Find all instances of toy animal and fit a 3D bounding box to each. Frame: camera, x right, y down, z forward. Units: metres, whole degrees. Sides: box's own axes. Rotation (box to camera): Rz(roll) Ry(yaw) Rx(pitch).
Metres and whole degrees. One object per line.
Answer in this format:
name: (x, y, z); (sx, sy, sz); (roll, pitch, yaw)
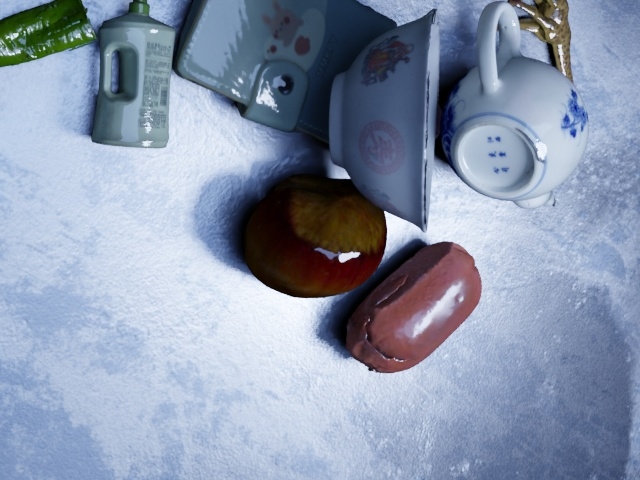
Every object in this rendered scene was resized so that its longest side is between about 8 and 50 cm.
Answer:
toy animal: (0.417, -0.374, 1.805); (0.149, 0.054, 0.275); (-49, 117, -7)

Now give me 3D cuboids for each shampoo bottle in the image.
shampoo bottle: (-0.277, -0.258, 1.468); (0.118, 0.087, 0.234); (1, 99, -30)

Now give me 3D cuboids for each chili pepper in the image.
chili pepper: (-0.489, -0.262, 1.371); (0.359, 0.076, 0.085); (-24, 81, -24)

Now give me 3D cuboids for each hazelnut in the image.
hazelnut: (0.000, 0.000, 1.597); (0.251, 0.217, 0.217); (-26, 112, -46)

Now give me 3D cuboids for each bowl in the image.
bowl: (0.099, -0.185, 1.524); (0.157, 0.345, 0.346); (3, 100, 9)

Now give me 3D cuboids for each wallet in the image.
wallet: (-0.050, -0.302, 1.564); (0.360, 0.083, 0.252); (19, 92, -32)

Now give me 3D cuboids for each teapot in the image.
teapot: (0.343, -0.211, 1.709); (0.280, 0.252, 0.424); (-54, 133, -45)

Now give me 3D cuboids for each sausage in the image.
sausage: (0.164, 0.122, 1.722); (0.279, 0.152, 0.152); (-40, 114, -14)

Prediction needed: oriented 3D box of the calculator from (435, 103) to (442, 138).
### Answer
calculator: (0.149, -0.231, 1.716); (0.166, 0.024, 0.103); (35, 84, -26)
